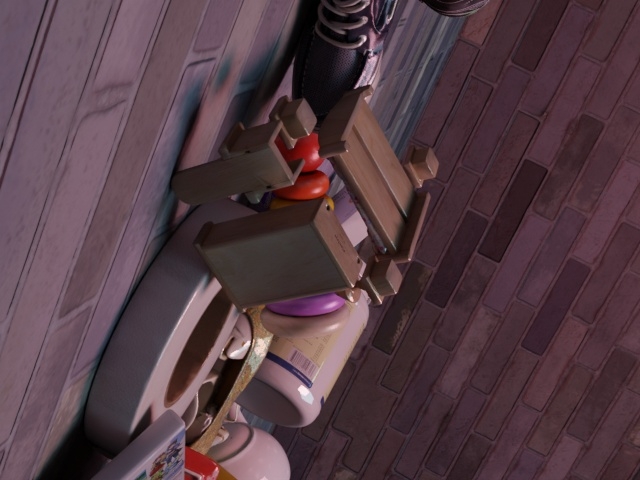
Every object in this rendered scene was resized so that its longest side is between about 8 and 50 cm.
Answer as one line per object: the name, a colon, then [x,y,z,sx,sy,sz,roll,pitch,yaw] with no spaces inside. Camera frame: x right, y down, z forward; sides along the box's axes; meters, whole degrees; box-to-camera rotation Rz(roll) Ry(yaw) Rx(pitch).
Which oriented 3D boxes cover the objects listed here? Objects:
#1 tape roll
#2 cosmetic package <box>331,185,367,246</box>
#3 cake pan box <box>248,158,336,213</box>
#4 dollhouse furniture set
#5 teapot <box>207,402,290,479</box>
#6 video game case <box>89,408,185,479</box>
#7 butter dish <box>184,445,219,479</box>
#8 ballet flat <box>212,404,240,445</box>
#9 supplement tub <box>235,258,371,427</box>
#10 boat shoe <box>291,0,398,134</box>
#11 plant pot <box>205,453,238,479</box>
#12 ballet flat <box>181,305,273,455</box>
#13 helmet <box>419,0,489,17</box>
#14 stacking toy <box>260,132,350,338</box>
tape roll: [-0.193,0.124,1.366,0.392,0.072,0.392,-62,173,-13]
cosmetic package: [0.000,0.000,1.807,0.239,0.060,0.099,-41,-147,14]
cake pan box: [-0.039,-0.092,1.706,0.246,0.070,0.267,-59,172,-18]
dollhouse furniture set: [-0.014,-0.091,1.271,0.303,0.173,0.356,59,35,-29]
teapot: [-0.202,0.505,2.240,0.252,0.256,0.187,-35,116,-29]
video game case: [-0.308,0.387,1.297,0.329,0.036,0.300,-41,164,-25]
butter dish: [-0.269,0.390,1.597,0.160,0.160,0.118,-62,-164,-3]
ballet flat: [-0.219,0.378,2.075,0.231,0.077,0.077,-64,172,10]
supplement tub: [-0.047,0.176,1.946,0.325,0.235,0.235,-59,172,-29]
boat shoe: [0.029,-0.304,1.280,0.158,0.127,0.341,-11,121,-72]
plant pot: [-0.269,0.564,1.966,0.187,0.212,0.212,-41,161,-38]
ballet flat: [-0.179,0.219,1.686,0.349,0.123,0.123,-63,173,-1]
helmet: [0.285,-0.540,2.012,0.169,0.161,0.169,-62,173,-13]
stacking toy: [-0.031,-0.026,1.499,0.141,0.141,0.330,-44,134,-69]
